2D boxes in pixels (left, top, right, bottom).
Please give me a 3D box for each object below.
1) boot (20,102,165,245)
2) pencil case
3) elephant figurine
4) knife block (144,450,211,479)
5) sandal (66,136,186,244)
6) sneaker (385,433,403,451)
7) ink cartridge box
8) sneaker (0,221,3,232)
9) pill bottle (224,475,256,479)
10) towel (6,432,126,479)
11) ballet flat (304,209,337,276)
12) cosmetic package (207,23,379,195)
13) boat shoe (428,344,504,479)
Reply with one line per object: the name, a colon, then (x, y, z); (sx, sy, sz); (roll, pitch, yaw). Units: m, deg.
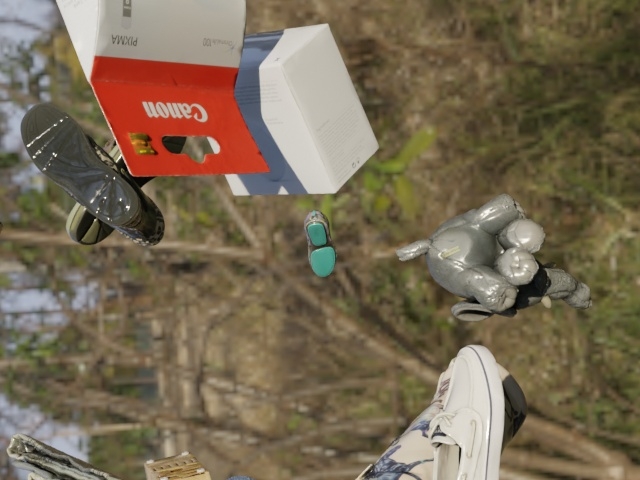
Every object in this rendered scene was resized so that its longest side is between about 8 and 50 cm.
boot: (-0.330, -0.088, 1.927); (0.236, 0.085, 0.178); (44, 177, 17)
pencil case: (0.194, 0.360, 2.199); (0.410, 0.183, 0.160); (-44, -13, -44)
elephant figurine: (0.249, 0.050, 1.822); (0.186, 0.169, 0.239); (45, 179, 25)
knife block: (-0.235, 0.500, 2.274); (0.275, 0.088, 0.242); (-177, 76, -74)
sandal: (-0.342, -0.130, 2.243); (0.086, 0.303, 0.120); (30, 165, 37)
sneaker: (0.148, 0.425, 2.373); (0.075, 0.057, 0.161); (51, -128, -33)
ink cartridge box: (-0.195, -0.274, 1.717); (0.308, 0.091, 0.385); (-6, -110, -58)
sneaker: (-0.769, 0.000, 2.403); (0.410, 0.158, 0.182); (-1, -65, -52)
pill bottle: (-0.079, 0.451, 1.949); (0.131, 0.131, 0.229); (-96, -21, -46)
towel: (-0.166, 0.312, 1.433); (0.312, 0.324, 0.056); (5, 66, 56)
ballet flat: (0.000, 0.000, 1.788); (0.114, 0.041, 0.041); (81, -177, -48)
cosmetic package: (-0.064, -0.200, 2.037); (0.138, 0.224, 0.225); (-48, -55, -37)
boat shoe: (0.193, 0.275, 1.833); (0.096, 0.088, 0.268); (-16, 67, 62)
